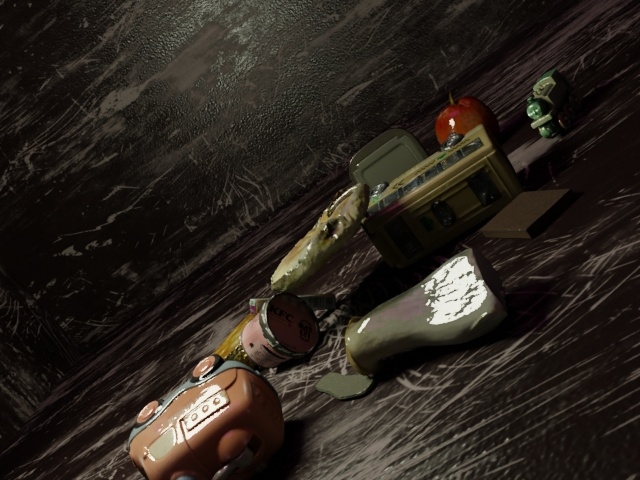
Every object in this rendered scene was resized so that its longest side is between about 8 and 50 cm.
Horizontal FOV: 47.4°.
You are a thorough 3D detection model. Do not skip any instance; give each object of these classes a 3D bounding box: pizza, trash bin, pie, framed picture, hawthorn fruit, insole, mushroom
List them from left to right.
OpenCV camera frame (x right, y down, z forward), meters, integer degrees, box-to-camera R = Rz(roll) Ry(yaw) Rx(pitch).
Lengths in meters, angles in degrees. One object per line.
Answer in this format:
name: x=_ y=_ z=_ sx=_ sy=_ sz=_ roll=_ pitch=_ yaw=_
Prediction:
pizza: x=-0.235 y=0.306 z=1.851 sx=0.258 sy=0.087 sz=0.268 roll=-42 pitch=11 yaw=5
pie: x=0.000 y=0.000 z=1.652 sx=0.337 sy=0.075 sz=0.337 roll=-50 pitch=6 yaw=7
insole: x=0.042 y=0.268 z=1.348 sx=0.063 sy=0.010 sz=0.192 roll=-42 pitch=12 yaw=-23
trash bin: x=0.221 y=-0.216 z=2.169 sx=0.220 sy=0.219 sz=0.250 roll=-33 pitch=6 yaw=14
mushroom: x=0.166 y=0.133 z=1.228 sx=0.329 sy=0.122 sz=0.159 roll=-32 pitch=4 yaw=30
hawthorn fruit: x=0.403 y=-0.327 z=2.059 sx=0.179 sy=0.200 sz=0.179 roll=-33 pitch=18 yaw=12
framed picture: x=0.407 y=-0.052 z=1.444 sx=0.128 sy=0.023 sz=0.168 roll=-40 pitch=12 yaw=-13

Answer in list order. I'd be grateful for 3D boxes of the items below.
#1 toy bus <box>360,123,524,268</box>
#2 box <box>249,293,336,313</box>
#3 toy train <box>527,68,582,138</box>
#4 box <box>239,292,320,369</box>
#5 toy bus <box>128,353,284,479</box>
toy bus: x=0.262 y=-0.091 z=1.654 sx=0.365 sy=0.177 sz=0.202 roll=-34 pitch=18 yaw=16
box: x=-0.065 y=0.152 z=1.756 sx=0.207 sy=0.041 sz=0.050 roll=-3 pitch=0 yaw=-19
toy train: x=0.563 y=-0.330 z=1.782 sx=0.081 sy=0.125 sz=0.194 roll=-31 pitch=13 yaw=47
box: x=-0.099 y=0.214 z=1.656 sx=0.135 sy=0.151 sz=0.151 roll=-39 pitch=9 yaw=37
toy bus: x=-0.193 y=0.365 z=1.307 sx=0.288 sy=0.194 sz=0.232 roll=-38 pitch=24 yaw=-4
